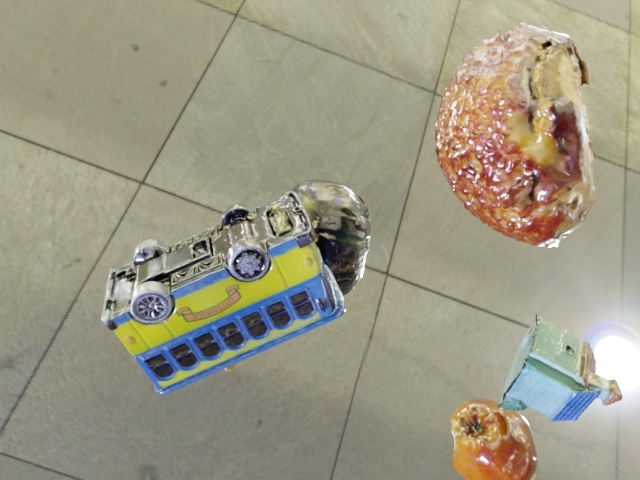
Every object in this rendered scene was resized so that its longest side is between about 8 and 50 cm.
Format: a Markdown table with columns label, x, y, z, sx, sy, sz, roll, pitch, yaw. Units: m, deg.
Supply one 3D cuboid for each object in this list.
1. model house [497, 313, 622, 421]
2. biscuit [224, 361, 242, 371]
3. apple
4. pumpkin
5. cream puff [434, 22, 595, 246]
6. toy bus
| label | x | y | z | sx | sy | sz | roll | pitch | yaw |
| --- | --- | --- | --- | --- | --- | --- | --- | --- | --- |
| model house | 0.367 | 0.208 | 0.827 | 0.149 | 0.119 | 0.148 | 25 | 36 | 18 |
| biscuit | -0.141 | 0.151 | 0.934 | 0.018 | 0.071 | 0.147 | 12 | 96 | 23 |
| apple | 0.307 | 0.363 | 0.974 | 0.147 | 0.158 | 0.156 | 14 | 64 | 34 |
| pumpkin | 0.000 | 0.000 | 1.026 | 0.163 | 0.233 | 0.232 | 7 | 63 | -14 |
| cream puff | 0.297 | -0.159 | 0.851 | 0.229 | 0.350 | 0.350 | -6 | 58 | 28 |
| toy bus | -0.129 | 0.067 | 0.758 | 0.288 | 0.175 | 0.138 | -23 | 32 | -2 |
